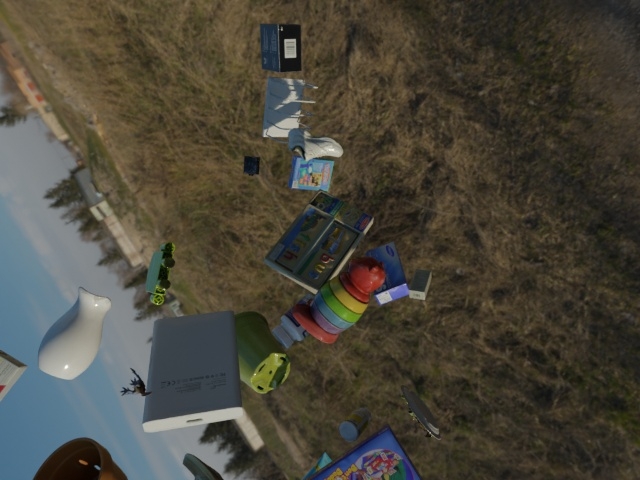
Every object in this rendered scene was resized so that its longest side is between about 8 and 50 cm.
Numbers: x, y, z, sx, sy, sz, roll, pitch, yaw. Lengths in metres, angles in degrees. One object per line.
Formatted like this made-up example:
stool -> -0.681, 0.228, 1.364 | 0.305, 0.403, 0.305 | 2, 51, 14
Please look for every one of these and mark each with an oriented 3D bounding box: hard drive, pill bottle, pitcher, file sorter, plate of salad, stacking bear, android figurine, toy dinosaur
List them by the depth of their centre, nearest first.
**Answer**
toy dinosaur -> -0.351, 0.289, 0.918 | 0.090, 0.047, 0.082 | 30, 165, 20
hard drive -> -0.293, 0.288, 1.112 | 0.308, 0.202, 0.040 | -111, 19, -55
pitcher -> -0.595, 0.230, 1.188 | 0.125, 0.207, 0.178 | 24, 166, -2
stacking bear -> 0.079, 0.164, 1.464 | 0.164, 0.289, 0.175 | 48, -161, 16
pill bottle -> 0.113, 0.569, 1.487 | 0.065, 0.116, 0.065 | 7, 103, 31
plate of salad -> 0.318, 0.560, 1.549 | 0.200, 0.048, 0.200 | 49, -172, -10
pill bottle -> -0.075, 0.284, 1.671 | 0.112, 0.186, 0.112 | 44, 162, 19
android figurine -> -0.639, 0.129, 1.901 | 0.272, 0.056, 0.249 | -7, 72, 60
file sorter -> -0.139, -0.608, 2.251 | 0.173, 0.192, 0.278 | 38, 126, 46

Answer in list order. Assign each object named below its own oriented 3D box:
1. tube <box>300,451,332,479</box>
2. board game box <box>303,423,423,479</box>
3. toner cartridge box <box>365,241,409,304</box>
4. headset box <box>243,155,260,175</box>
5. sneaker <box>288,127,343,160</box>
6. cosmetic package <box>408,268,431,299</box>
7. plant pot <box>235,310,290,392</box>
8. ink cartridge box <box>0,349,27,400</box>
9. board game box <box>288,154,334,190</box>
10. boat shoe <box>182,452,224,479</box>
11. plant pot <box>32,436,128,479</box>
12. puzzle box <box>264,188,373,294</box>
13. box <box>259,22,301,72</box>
tube -> -0.019, 0.819, 1.638 | 0.080, 0.207, 0.052 | 44, -162, 12
board game box -> 0.120, 0.737, 1.383 | 0.233, 0.347, 0.078 | 57, 179, 13
toner cartridge box -> 0.333, 0.158, 2.394 | 0.348, 0.165, 0.075 | -95, -20, -56
headset box -> -0.295, -0.319, 2.046 | 0.032, 0.062, 0.083 | -34, -49, -74
sneaker -> -0.025, -0.362, 1.916 | 0.232, 0.115, 0.090 | 15, 161, -7
cosmetic package -> 0.367, 0.160, 1.750 | 0.060, 0.115, 0.041 | 7, 132, 25
plant pot -> -0.259, 0.465, 1.912 | 0.253, 0.276, 0.276 | 31, 149, 43
ink cartridge box -> -0.972, 0.373, 1.372 | 0.175, 0.128, 0.072 | 33, 162, -5
board game box -> -0.046, -0.333, 2.371 | 0.047, 0.210, 0.160 | 41, 124, 55
boat shoe -> -0.356, 0.787, 1.513 | 0.302, 0.098, 0.109 | 21, 151, 38
plant pot -> -0.788, 0.840, 1.594 | 0.291, 0.291, 0.204 | 38, 163, 44
puzzle box -> 0.000, 0.000, 1.924 | 0.272, 0.409, 0.052 | 29, 154, 14
box -> -0.142, -0.686, 1.695 | 0.158, 0.093, 0.156 | 36, 132, 51
